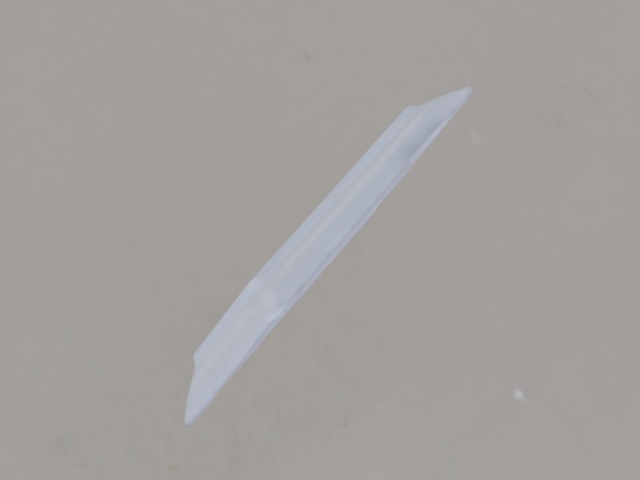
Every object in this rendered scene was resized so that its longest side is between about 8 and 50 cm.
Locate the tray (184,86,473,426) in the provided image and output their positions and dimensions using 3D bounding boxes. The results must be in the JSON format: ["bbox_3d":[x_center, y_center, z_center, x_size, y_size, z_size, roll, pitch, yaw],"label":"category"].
[{"bbox_3d":[0.000,0.000,1.265,0.030,0.270,0.145,39,137,2],"label":"tray"}]
